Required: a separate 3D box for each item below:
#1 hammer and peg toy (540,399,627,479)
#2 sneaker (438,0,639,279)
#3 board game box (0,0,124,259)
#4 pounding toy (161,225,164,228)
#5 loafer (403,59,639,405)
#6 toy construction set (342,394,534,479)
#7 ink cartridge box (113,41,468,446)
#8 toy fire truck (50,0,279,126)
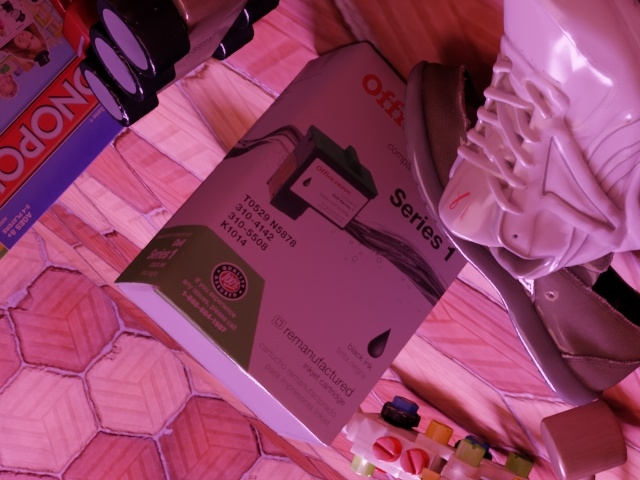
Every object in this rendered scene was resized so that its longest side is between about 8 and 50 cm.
[{"bbox_3d":[0.313,0.310,1.006,0.266,0.127,0.361,60,-171,-66],"label":"hammer and peg toy"},{"bbox_3d":[0.108,-0.045,0.575,0.090,0.115,0.232,58,178,38],"label":"sneaker"},{"bbox_3d":[-0.258,-0.120,0.884,0.213,0.317,0.046,47,163,-23],"label":"board game box"},{"bbox_3d":[-0.048,-0.009,1.160,0.183,0.110,0.237,29,-166,1],"label":"pounding toy"},{"bbox_3d":[0.135,-0.012,0.729,0.087,0.094,0.251,-24,116,25],"label":"loafer"},{"bbox_3d":[0.102,0.236,1.342,0.328,0.151,0.215,42,-169,25],"label":"toy construction set"},{"bbox_3d":[0.000,0.000,0.799,0.160,0.219,0.093,44,161,-17],"label":"ink cartridge box"},{"bbox_3d":[-0.162,-0.207,0.773,0.246,0.158,0.217,54,164,-4],"label":"toy fire truck"}]
